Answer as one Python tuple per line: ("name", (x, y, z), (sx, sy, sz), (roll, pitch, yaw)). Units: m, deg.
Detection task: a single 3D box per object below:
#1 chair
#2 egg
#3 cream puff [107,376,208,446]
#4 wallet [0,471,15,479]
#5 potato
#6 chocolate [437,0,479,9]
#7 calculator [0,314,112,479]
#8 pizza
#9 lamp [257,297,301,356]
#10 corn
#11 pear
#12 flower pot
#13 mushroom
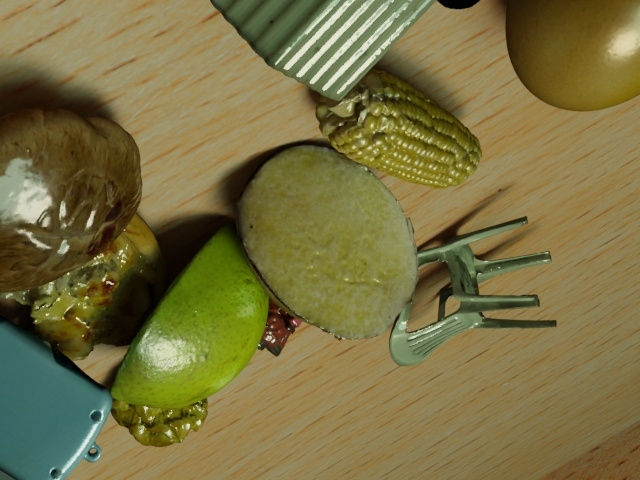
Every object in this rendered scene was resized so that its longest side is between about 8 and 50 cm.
("chair", (0.251, 0.098, 2.132), (0.275, 0.190, 0.203), (-12, 154, 21))
("egg", (0.369, -0.308, 1.616), (0.250, 0.250, 0.322), (-10, 150, -33))
("cream puff", (-0.253, 0.259, 1.937), (0.121, 0.156, 0.156), (-54, 147, -1))
("wallet", (-0.493, 0.277, 1.786), (0.252, 0.083, 0.360), (-23, 150, -11))
("potato", (0.000, 0.000, 1.774), (0.299, 0.116, 0.239), (41, 75, -18))
("chocolate", (0.179, -0.356, 1.546), (0.149, 0.080, 0.125), (-36, 161, -10))
("calculator", (-0.406, 0.201, 1.619), (0.173, 0.293, 0.051), (-55, -171, -5))
("pizza", (-0.309, 0.075, 1.688), (0.223, 0.089, 0.323), (-27, 148, -16))
("lamp", (-0.025, 0.056, 1.892), (0.253, 0.118, 0.118), (-49, 150, -9))
("corn", (0.112, -0.148, 1.719), (0.130, 0.130, 0.347), (-44, 148, 17))
("pear", (-0.180, 0.141, 1.731), (0.288, 0.139, 0.239), (-58, 166, 22))
("flower pot", (-0.002, -0.294, 1.340), (0.209, 0.239, 0.189), (36, 112, -25))
("mushroom", (-0.322, -0.047, 1.449), (0.278, 0.146, 0.278), (-30, 152, -18))
